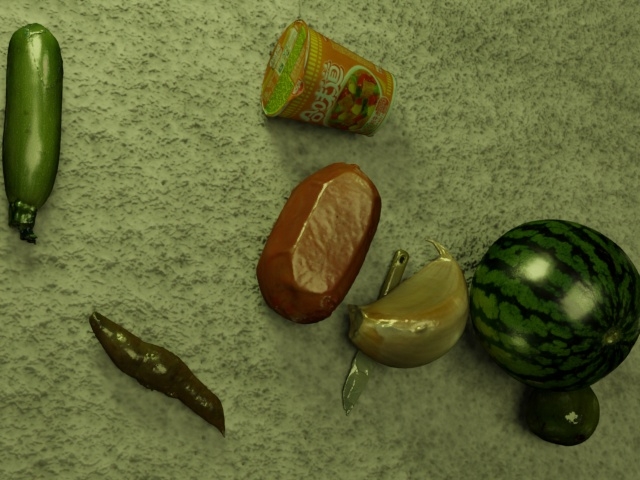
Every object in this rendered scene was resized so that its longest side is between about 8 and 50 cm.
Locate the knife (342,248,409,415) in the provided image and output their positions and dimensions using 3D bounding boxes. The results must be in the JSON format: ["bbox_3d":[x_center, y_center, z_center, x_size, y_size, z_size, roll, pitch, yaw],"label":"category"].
[{"bbox_3d":[0.097,0.153,1.337,0.047,0.017,0.298,31,71,-24],"label":"knife"}]

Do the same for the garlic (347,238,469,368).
[{"bbox_3d":[0.162,0.114,1.309,0.164,0.145,0.245,47,57,9],"label":"garlic"}]

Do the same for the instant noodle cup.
[{"bbox_3d":[0.020,-0.253,1.306,0.185,0.168,0.168,15,76,-25],"label":"instant noodle cup"}]

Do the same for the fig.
[{"bbox_3d":[0.430,0.280,1.392,0.123,0.123,0.156,30,60,-14],"label":"fig"}]

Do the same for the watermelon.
[{"bbox_3d":[0.385,0.106,1.312,0.285,0.285,0.285,3,80,-20],"label":"watermelon"}]

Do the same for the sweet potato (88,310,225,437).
[{"bbox_3d":[-0.235,0.197,1.181,0.274,0.067,0.067,41,70,-12],"label":"sweet potato"}]

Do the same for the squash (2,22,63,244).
[{"bbox_3d":[-0.421,-0.161,1.156,0.087,0.087,0.331,4,82,-20],"label":"squash"}]

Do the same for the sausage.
[{"bbox_3d":[0.000,0.000,1.257,0.153,0.141,0.268,29,75,-15],"label":"sausage"}]
